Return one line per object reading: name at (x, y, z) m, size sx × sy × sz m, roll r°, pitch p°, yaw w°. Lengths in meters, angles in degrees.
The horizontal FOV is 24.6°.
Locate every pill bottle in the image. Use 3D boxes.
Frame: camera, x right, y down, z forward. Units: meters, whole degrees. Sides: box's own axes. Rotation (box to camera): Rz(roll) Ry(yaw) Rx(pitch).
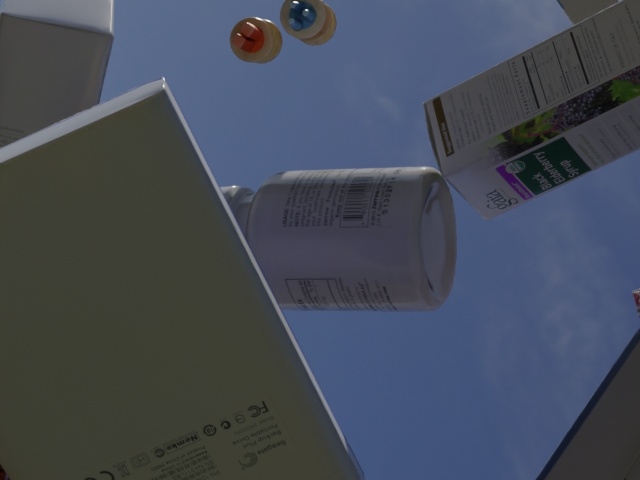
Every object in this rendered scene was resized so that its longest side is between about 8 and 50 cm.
pill bottle at (0.000, 0.000, 1.346) m, size 0.229 × 0.131 × 0.131 m, roll -1°, pitch -78°, yaw 21°

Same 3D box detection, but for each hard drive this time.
hard drive at (-0.127, 0.078, 0.958) m, size 0.040 × 0.210 × 0.318 m, roll -102°, pitch 168°, yaw -66°

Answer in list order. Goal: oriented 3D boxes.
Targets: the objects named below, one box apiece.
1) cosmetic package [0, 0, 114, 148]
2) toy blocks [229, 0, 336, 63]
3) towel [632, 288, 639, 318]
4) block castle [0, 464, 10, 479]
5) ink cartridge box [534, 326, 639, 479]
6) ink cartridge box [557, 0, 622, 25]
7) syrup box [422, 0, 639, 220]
cosmetic package at (-0.338, -0.204, 1.811) m, size 0.224 × 0.138 × 0.224 m, roll -103°, pitch -153°, yaw -61°
toy blocks at (-0.049, -0.242, 1.676) m, size 0.148 × 0.123 × 0.054 m, roll -23°, pitch 96°, yaw -81°
towel at (0.420, 0.077, 1.630) m, size 0.029 × 0.144 × 0.197 m, roll 61°, pitch 0°, yaw 34°
block castle at (-0.268, 0.252, 1.810) m, size 0.453 × 0.303 × 0.213 m, roll -81°, pitch 180°, yaw -57°
ink cartridge box at (0.361, 0.264, 1.387) m, size 0.151 × 0.395 × 0.270 m, roll 38°, pitch -84°, yaw 40°
ink cartridge box at (0.366, -0.262, 1.834) m, size 0.061 × 0.181 × 0.104 m, roll -37°, pitch -131°, yaw 16°
syrup box at (0.220, -0.118, 1.305) m, size 0.237 × 0.093 × 0.096 m, roll -27°, pitch -128°, yaw 20°
